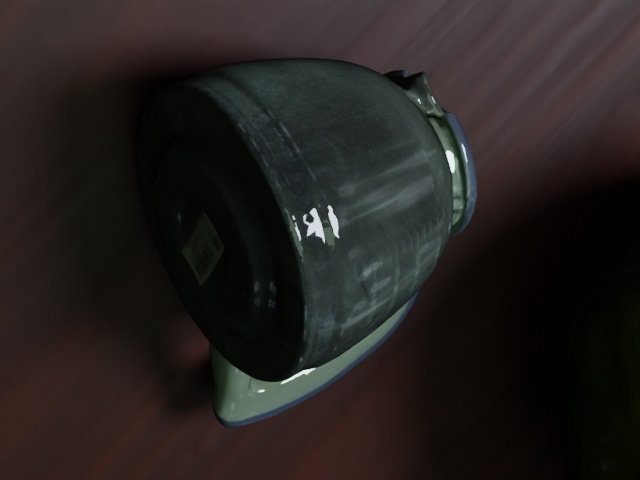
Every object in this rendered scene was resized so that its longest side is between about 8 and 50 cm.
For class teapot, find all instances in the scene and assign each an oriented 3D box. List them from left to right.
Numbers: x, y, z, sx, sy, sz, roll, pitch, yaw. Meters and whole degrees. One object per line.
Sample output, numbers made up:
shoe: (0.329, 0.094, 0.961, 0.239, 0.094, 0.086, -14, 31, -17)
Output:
teapot: (0.005, 0.000, 0.572, 0.108, 0.111, 0.149, -22, 112, -27)

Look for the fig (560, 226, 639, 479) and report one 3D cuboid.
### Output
fig: (0.212, 0.056, 0.650, 0.245, 0.195, 0.195, -20, 121, -48)
